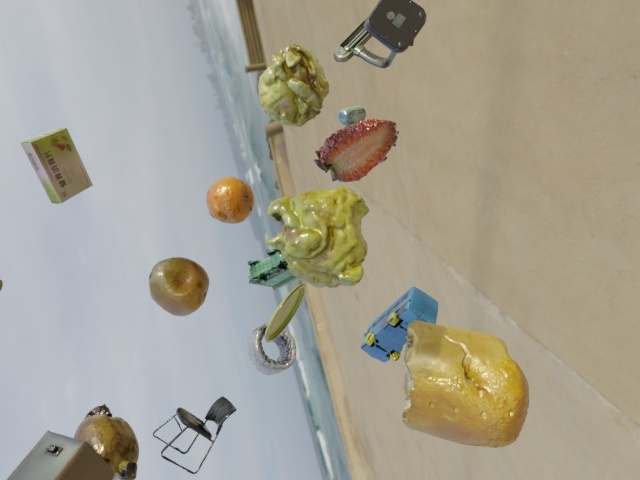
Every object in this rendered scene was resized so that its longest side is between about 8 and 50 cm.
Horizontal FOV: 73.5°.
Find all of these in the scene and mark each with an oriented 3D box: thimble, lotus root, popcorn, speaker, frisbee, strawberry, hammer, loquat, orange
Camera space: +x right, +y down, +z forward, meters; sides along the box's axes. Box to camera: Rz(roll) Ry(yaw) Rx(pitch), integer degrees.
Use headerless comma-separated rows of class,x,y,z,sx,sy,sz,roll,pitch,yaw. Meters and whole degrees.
thimble,-0.245,0.534,2.111,0.245,0.217,0.157,54,141,7
lotus root,-0.643,0.623,1.292,0.314,0.141,0.169,25,167,43
popcorn,-0.080,-0.475,1.343,0.212,0.259,0.259,48,177,-10
speaker,-0.668,0.629,1.052,0.231,0.153,0.192,-62,-32,-47
frisbee,-0.121,0.250,1.485,0.017,0.236,0.236,32,158,14
strawberry,0.138,-0.343,1.538,0.233,0.306,0.137,34,-149,-49
hammer,0.151,-0.438,1.698,0.069,0.116,0.194,-27,87,59
popcorn,0.000,0.000,1.080,0.235,0.242,0.250,-7,-90,-60
loquat,-0.680,0.220,2.056,0.276,0.284,0.276,-55,25,40
orange,-0.464,-0.203,2.201,0.246,0.246,0.246,165,90,-82

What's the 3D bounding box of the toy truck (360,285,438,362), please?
toy truck,0.318,0.357,1.751,0.385,0.161,0.162,-56,3,44

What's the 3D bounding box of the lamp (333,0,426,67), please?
lamp,0.165,-0.528,1.057,0.124,0.203,0.283,35,179,-17

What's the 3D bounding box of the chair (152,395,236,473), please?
chair,-0.395,0.587,1.366,0.145,0.221,0.140,48,161,-26

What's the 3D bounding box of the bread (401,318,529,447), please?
bread,0.433,0.466,1.340,0.250,0.394,0.361,-35,-51,-56

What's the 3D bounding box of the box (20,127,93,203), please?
box,-1.057,-0.303,1.734,0.175,0.062,0.260,-59,-34,-52

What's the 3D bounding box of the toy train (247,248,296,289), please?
toy train,-0.203,0.129,1.982,0.301,0.202,0.120,-30,57,43

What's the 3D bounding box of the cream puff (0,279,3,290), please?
cream puff,-0.846,0.126,1.077,0.083,0.058,0.083,-63,2,19
